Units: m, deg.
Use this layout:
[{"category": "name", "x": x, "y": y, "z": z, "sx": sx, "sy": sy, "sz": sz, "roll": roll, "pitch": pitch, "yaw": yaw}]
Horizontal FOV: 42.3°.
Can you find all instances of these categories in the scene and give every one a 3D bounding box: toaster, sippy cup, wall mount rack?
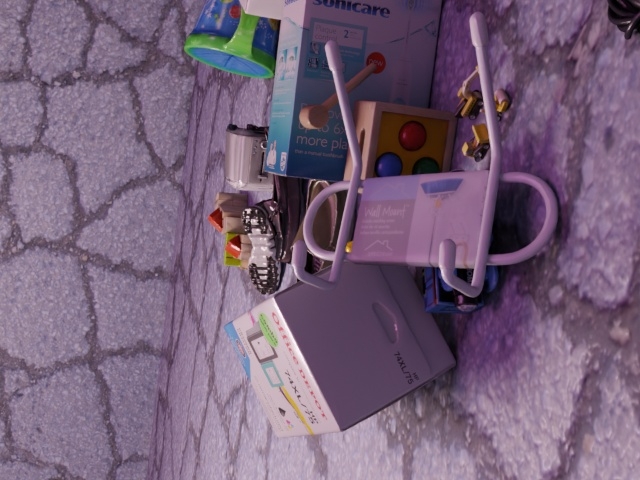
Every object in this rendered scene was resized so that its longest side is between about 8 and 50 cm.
[{"category": "toaster", "x": -0.163, "y": -0.200, "z": 1.982, "sx": 0.227, "sy": 0.129, "sz": 0.147, "roll": -148, "pitch": 62, "yaw": -67}, {"category": "sippy cup", "x": -0.197, "y": -0.544, "z": 2.047, "sx": 0.305, "sy": 0.240, "sz": 0.224, "roll": 14, "pitch": 89, "yaw": 39}, {"category": "wall mount rack", "x": 0.100, "y": -0.089, "z": 0.981, "sx": 0.350, "sy": 0.130, "sz": 0.304, "roll": 0, "pitch": 72, "yaw": 36}]

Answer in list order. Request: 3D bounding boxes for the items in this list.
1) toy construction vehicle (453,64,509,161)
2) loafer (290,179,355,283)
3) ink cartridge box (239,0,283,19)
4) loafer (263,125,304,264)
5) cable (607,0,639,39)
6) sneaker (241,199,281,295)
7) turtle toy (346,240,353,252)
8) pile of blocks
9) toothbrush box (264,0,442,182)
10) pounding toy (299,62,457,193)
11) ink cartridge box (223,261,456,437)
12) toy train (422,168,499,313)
[{"category": "toy construction vehicle", "x": 0.200, "y": -0.165, "z": 1.065, "sx": 0.098, "sy": 0.035, "sz": 0.086, "roll": 115, "pitch": 152, "yaw": -45}, {"category": "loafer", "x": 0.000, "y": 0.000, "z": 1.493, "sx": 0.094, "sy": 0.087, "sz": 0.251, "roll": 6, "pitch": 97, "yaw": 48}, {"category": "ink cartridge box", "x": -0.094, "y": -0.564, "z": 1.796, "sx": 0.237, "sy": 0.172, "sz": 0.100, "roll": -112, "pitch": 32, "yaw": -52}, {"category": "loafer", "x": -0.087, "y": -0.101, "z": 1.786, "sx": 0.109, "sy": 0.095, "sz": 0.303, "roll": -174, "pitch": 88, "yaw": -71}, {"category": "cable", "x": 0.312, "y": -0.265, "z": 0.748, "sx": 0.184, "sy": 0.047, "sz": 0.151, "roll": -176, "pitch": 91, "yaw": -70}, {"category": "sneaker", "x": -0.119, "y": 0.011, "z": 1.896, "sx": 0.106, "sy": 0.078, "sz": 0.234, "roll": -52, "pitch": -39, "yaw": -55}, {"category": "turtle toy", "x": 0.087, "y": 0.057, "z": 1.292, "sx": 0.130, "sy": 0.066, "sz": 0.095, "roll": -118, "pitch": 14, "yaw": -53}, {"category": "pile of blocks", "x": -0.235, "y": -0.014, "z": 2.167, "sx": 0.362, "sy": 0.112, "sz": 0.149, "roll": -120, "pitch": 39, "yaw": -59}, {"category": "toothbrush box", "x": 0.047, "y": -0.234, "z": 1.251, "sx": 0.126, "sy": 0.216, "sz": 0.296, "roll": -160, "pitch": 76, "yaw": -70}, {"category": "pounding toy", "x": 0.080, "y": -0.155, "z": 1.149, "sx": 0.094, "sy": 0.206, "sz": 0.181, "roll": -150, "pitch": 66, "yaw": -69}, {"category": "ink cartridge box", "x": 0.017, "y": 0.147, "z": 1.184, "sx": 0.198, "sy": 0.197, "sz": 0.270, "roll": 63, "pitch": 155, "yaw": 4}, {"category": "toy train", "x": 0.171, "y": 0.005, "z": 1.052, "sx": 0.105, "sy": 0.080, "sz": 0.184, "roll": 129, "pitch": 142, "yaw": -68}]
